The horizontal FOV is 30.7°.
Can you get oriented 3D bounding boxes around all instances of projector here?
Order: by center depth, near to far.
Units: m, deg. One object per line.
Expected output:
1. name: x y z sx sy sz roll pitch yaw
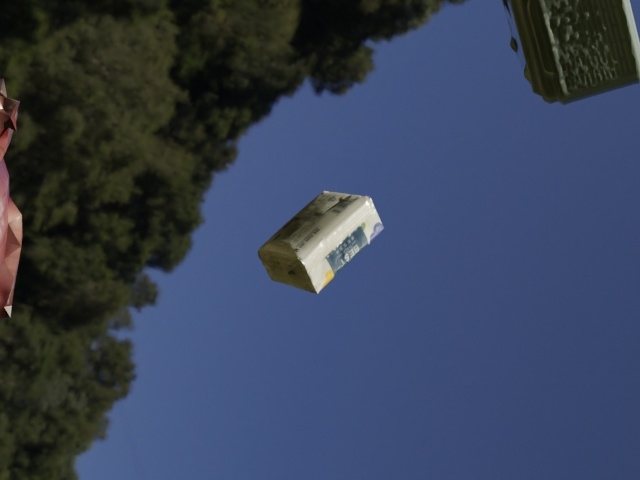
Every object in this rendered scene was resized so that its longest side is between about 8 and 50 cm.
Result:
1. projector: 0.192 -0.262 1.013 0.099 0.257 0.192 -16 -161 11

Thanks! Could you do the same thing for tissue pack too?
1. tissue pack: 0.000 0.000 0.914 0.083 0.042 0.062 -42 -147 -27

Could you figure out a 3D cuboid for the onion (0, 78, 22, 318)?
1. onion: -0.155 0.007 0.267 0.184 0.147 0.184 -166 -90 -88
